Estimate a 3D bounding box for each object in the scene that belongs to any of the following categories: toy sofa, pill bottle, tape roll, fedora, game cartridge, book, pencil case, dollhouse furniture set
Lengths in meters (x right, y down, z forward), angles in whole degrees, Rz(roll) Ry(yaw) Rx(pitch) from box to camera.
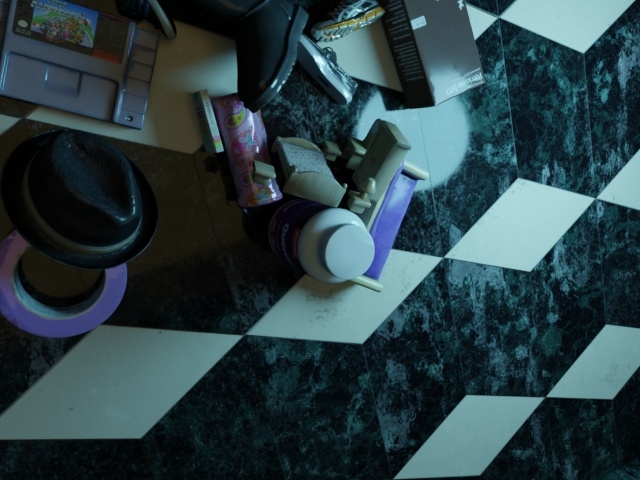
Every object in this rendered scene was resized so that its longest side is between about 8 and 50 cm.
[{"bbox_3d":[0.164,-0.050,1.479,0.150,0.177,0.363,22,89,-25],"label":"toy sofa"},{"bbox_3d":[0.000,0.000,1.333,0.181,0.323,0.182,-4,101,-23],"label":"pill bottle"},{"bbox_3d":[-0.585,0.075,1.219,0.274,0.090,0.275,-4,100,-24],"label":"tape roll"},{"bbox_3d":[-0.484,-0.109,1.130,0.334,0.152,0.334,13,65,-28],"label":"fedora"},{"bbox_3d":[-0.547,-0.395,1.167,0.355,0.068,0.230,10,99,-25],"label":"game cartridge"},{"bbox_3d":[-0.267,-0.283,1.288,0.035,0.096,0.144,-19,106,-19],"label":"book"},{"bbox_3d":[-0.182,-0.218,1.329,0.124,0.124,0.284,-18,107,-20],"label":"pencil case"},{"bbox_3d":[0.011,-0.238,1.290,0.355,0.303,0.174,14,122,-26],"label":"dollhouse furniture set"}]

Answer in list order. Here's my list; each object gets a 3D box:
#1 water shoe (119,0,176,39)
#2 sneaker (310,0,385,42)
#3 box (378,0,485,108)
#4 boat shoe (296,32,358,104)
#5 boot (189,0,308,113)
[{"bbox_3d":[-0.404,-0.531,1.208,0.080,0.073,0.203,-32,108,8],"label":"water shoe"},{"bbox_3d":[0.062,-0.580,1.396,0.215,0.084,0.083,-29,97,-20],"label":"sneaker"},{"bbox_3d":[0.289,-0.571,1.461,0.191,0.143,0.381,-29,111,-17],"label":"box"},{"bbox_3d":[0.016,-0.456,1.395,0.228,0.080,0.076,42,76,-25],"label":"boat shoe"},{"bbox_3d":[-0.253,-0.525,1.158,0.445,0.146,0.367,35,45,-29],"label":"boot"}]
